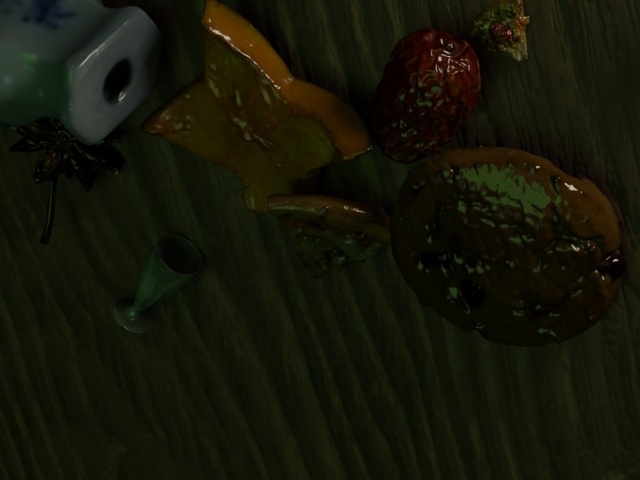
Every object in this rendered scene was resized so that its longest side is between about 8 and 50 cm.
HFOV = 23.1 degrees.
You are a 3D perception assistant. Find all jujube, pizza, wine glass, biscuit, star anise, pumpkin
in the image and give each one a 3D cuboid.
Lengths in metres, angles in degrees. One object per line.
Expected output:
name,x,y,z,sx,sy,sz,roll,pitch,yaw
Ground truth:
jujube,0.122,-0.169,1.859,0.112,0.109,0.176,55,142,27
pizza,0.216,-0.240,1.819,0.083,0.025,0.078,-38,88,36
wine glass,-0.230,0.063,2.198,0.073,0.073,0.155,45,130,5
biscuit,0.217,0.013,1.880,0.296,0.075,0.296,14,129,18
pizza,0.000,0.000,2.013,0.185,0.036,0.176,21,141,-16
star anise,-0.373,-0.125,2.182,0.234,0.073,0.177,-42,96,20
pumpkin,-0.077,-0.142,1.990,0.290,0.095,0.258,41,138,9

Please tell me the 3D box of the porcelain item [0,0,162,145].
porcelain item,-0.420,-0.277,2.049,0.405,0.242,0.178,24,146,25
